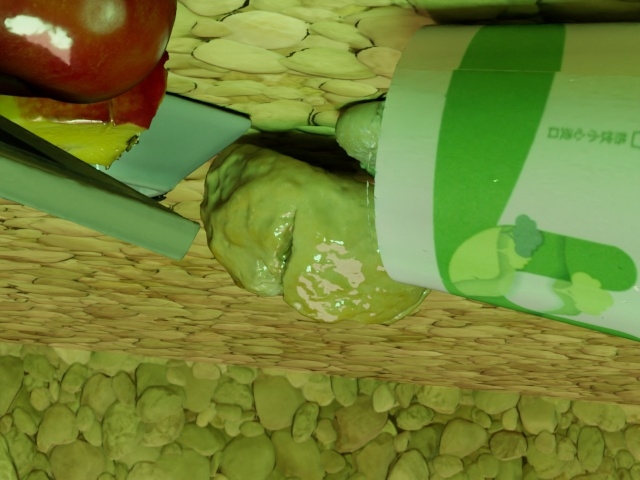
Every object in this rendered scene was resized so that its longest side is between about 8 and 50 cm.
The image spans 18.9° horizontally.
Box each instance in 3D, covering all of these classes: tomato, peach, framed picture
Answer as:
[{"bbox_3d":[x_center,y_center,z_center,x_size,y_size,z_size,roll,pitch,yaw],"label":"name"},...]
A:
[{"bbox_3d":[-0.176,-0.153,1.092,0.195,0.136,0.195,10,174,1],"label":"tomato"},{"bbox_3d":[-0.184,-0.112,1.382,0.151,0.118,0.151,14,-155,-7],"label":"peach"},{"bbox_3d":[-0.318,-0.119,1.113,0.446,0.028,0.326,28,-177,32],"label":"framed picture"}]

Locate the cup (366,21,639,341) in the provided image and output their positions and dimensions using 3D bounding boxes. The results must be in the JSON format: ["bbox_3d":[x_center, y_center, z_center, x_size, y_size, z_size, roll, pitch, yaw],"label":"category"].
[{"bbox_3d":[0.191,-0.048,1.327,0.274,0.253,0.253,9,171,19],"label":"cup"}]

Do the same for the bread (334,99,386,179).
[{"bbox_3d":[0.155,-0.068,1.657,0.287,0.056,0.207,5,167,3],"label":"bread"}]

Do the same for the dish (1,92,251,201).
[{"bbox_3d":[-0.202,-0.072,1.681,0.182,0.080,0.243,13,165,-39],"label":"dish"}]

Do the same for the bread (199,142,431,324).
[{"bbox_3d":[0.000,0.000,1.757,0.245,0.134,0.244,16,-178,-1],"label":"bread"}]
